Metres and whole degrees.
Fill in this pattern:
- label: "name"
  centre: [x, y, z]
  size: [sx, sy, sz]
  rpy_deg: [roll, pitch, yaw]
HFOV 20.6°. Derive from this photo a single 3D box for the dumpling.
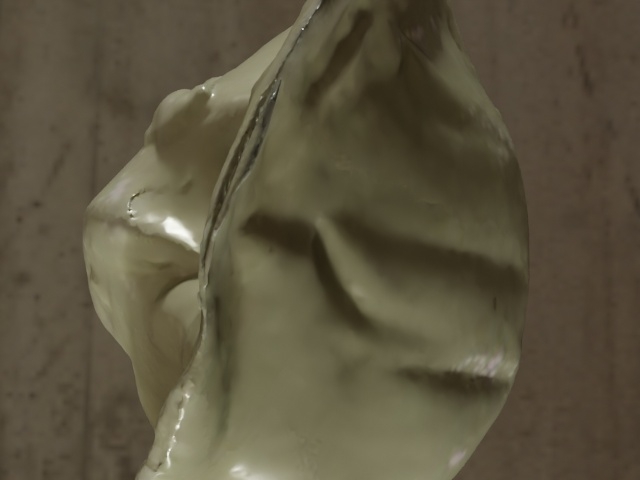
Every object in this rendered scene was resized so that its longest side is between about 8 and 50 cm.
- label: "dumpling"
  centre: [0.000, 0.000, 0.899]
  size: [0.315, 0.233, 0.395]
  rpy_deg: [67, -134, -78]
